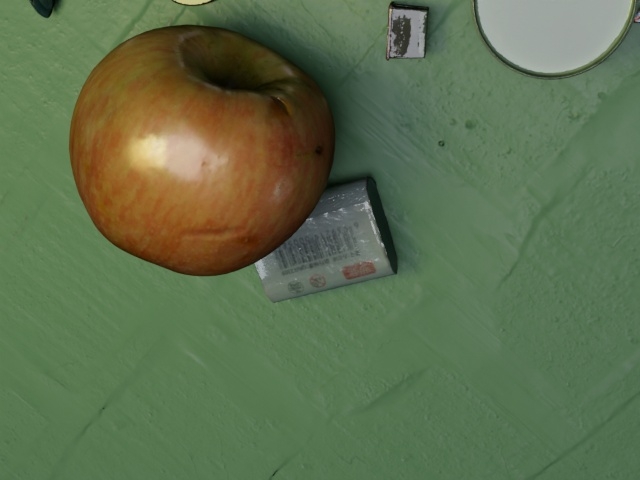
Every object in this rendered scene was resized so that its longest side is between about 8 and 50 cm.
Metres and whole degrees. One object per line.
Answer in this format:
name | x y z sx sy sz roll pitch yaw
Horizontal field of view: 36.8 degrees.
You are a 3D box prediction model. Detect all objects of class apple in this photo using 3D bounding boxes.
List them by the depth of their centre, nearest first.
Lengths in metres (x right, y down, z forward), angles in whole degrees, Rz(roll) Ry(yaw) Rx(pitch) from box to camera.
apple | -0.185 -0.130 1.455 0.392 0.391 0.346 29 120 2

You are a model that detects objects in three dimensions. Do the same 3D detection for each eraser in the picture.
eraser | 0.000 0.000 1.616 0.227 0.081 0.174 -14 102 19

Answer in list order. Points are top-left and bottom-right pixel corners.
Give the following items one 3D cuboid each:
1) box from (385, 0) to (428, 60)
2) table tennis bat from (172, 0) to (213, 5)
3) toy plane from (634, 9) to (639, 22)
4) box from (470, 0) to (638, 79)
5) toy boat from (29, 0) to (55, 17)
box | 0.134 -0.321 1.479 0.063 0.060 0.084 4 110 4
table tennis bat | -0.170 -0.454 1.523 0.220 0.019 0.130 -21 105 21
toy plane | 0.551 -0.298 1.385 0.189 0.061 0.130 35 113 -6
box | 0.332 -0.351 1.369 0.226 0.149 0.226 5 110 13
toy boat | -0.471 -0.436 1.582 0.060 0.055 0.141 -3 110 38
